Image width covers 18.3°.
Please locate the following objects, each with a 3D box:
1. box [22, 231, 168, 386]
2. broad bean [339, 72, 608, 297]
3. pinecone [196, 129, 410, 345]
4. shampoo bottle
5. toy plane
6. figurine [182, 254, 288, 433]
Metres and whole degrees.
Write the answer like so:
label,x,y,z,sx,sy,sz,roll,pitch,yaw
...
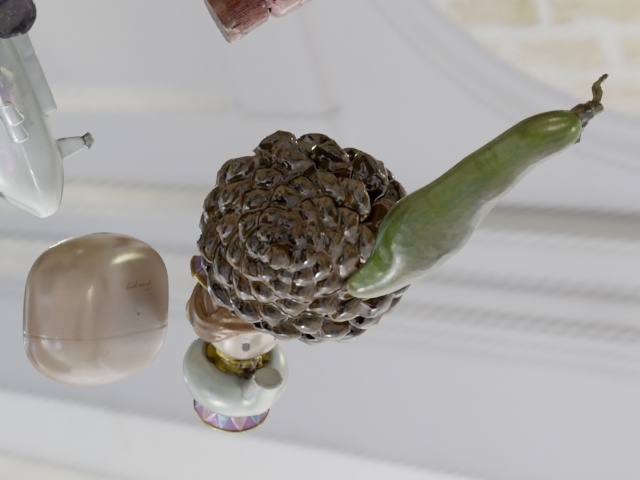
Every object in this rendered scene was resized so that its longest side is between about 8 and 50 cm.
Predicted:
label,x,y,z,sx,sy,sz,roll,pitch,yaw
box,-0.212,0.065,1.893,0.088,0.146,0.200,3,-177,23
broad bean,0.145,-0.044,1.871,0.325,0.067,0.075,-37,155,16
pinecone,-0.012,0.005,2.150,0.243,0.243,0.257,-18,168,-3
shampoo bottle,0.004,-0.352,2.440,0.314,0.076,0.118,-32,171,-5
toy plane,-0.249,-0.130,1.496,0.101,0.255,0.251,-31,-154,-8
figurine,-0.103,0.114,2.480,0.142,0.263,0.189,-23,-131,-30
